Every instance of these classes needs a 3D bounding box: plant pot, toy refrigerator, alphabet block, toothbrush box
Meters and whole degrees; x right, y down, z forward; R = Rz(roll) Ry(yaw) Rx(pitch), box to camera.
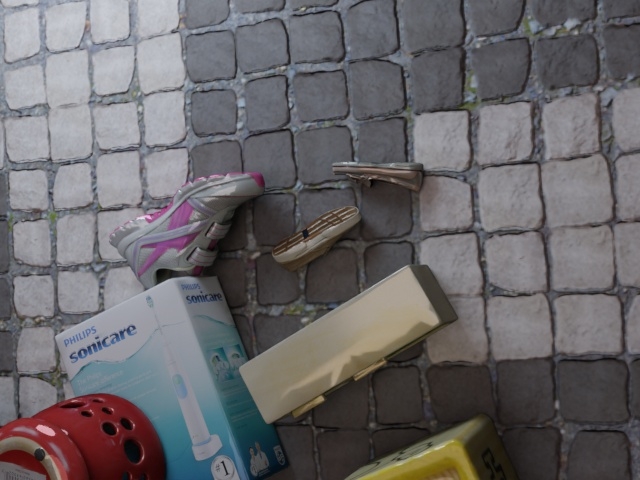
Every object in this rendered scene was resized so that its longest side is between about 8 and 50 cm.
[{"bbox_3d":[-0.321,0.301,1.126,0.191,0.174,0.191,1,92,24],"label":"plant pot"},{"bbox_3d":[0.038,0.138,1.163,0.270,0.102,0.094,-32,78,16],"label":"toy refrigerator"},{"bbox_3d":[0.143,0.340,1.067,0.192,0.197,0.193,-29,79,18],"label":"alphabet block"},{"bbox_3d":[-0.208,0.223,1.238,0.216,0.126,0.295,-27,80,20],"label":"toothbrush box"}]

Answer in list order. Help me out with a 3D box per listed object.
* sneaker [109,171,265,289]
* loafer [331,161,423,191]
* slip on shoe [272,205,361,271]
[{"bbox_3d":[-0.173,-0.013,1.255,0.252,0.103,0.111,-30,83,24],"label":"sneaker"},{"bbox_3d":[0.075,-0.086,1.189,0.125,0.045,0.039,2,96,18],"label":"loafer"},{"bbox_3d":[0.000,0.000,1.216,0.135,0.051,0.041,-31,118,9],"label":"slip on shoe"}]
